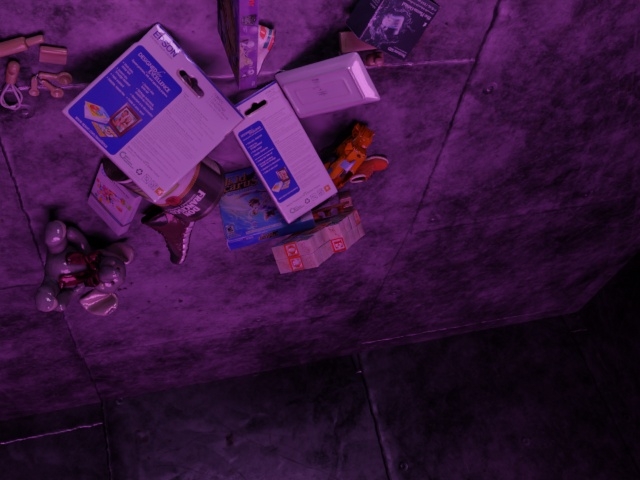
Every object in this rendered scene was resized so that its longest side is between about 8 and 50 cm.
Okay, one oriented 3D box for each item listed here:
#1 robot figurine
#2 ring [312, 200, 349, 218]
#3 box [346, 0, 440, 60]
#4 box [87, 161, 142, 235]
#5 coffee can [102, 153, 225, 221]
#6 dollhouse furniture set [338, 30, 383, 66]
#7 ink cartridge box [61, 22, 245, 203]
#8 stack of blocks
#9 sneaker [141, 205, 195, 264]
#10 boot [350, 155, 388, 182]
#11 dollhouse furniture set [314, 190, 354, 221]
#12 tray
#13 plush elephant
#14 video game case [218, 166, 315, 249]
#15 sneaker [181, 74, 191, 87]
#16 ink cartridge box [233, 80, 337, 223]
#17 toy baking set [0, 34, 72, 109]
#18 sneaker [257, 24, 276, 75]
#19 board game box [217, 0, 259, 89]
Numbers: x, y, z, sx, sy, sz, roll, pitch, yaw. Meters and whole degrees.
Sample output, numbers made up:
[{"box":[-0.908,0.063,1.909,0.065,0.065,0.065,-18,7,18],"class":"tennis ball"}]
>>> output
[{"box":[0.049,-0.222,2.003,0.085,0.211,0.291,36,129,-12],"class":"robot figurine"},{"box":[-0.063,-0.070,2.147,0.337,0.032,0.336,-16,-178,1],"class":"ring"},{"box":[0.175,-0.547,1.571,0.156,0.093,0.158,13,125,-35],"class":"box"},{"box":[-0.597,-0.122,1.877,0.038,0.145,0.186,-38,171,-47],"class":"box"},{"box":[-0.425,-0.194,1.782,0.202,0.201,0.275,-28,147,18],"class":"coffee can"},{"box":[0.086,-0.486,1.727,0.144,0.123,0.151,-11,114,-11],"class":"dollhouse furniture set"},{"box":[-0.397,-0.302,1.564,0.307,0.072,0.303,-45,110,-6],"class":"ink cartridge box"},{"box":[0.000,0.000,1.970,0.171,0.087,0.297,-14,-169,27],"class":"stack of blocks"},{"box":[-0.508,-0.034,2.114,0.163,0.106,0.281,4,134,-22],"class":"sneaker"},{"box":[0.155,-0.229,2.121,0.158,0.084,0.059,-10,147,-14],"class":"boot"},{"box":[0.049,-0.066,2.312,0.161,0.101,0.182,-17,149,0],"class":"dollhouse furniture set"},{"box":[0.010,-0.390,1.672,0.271,0.030,0.145,-4,131,38],"class":"tray"},{"box":[-0.736,0.100,2.060,0.256,0.271,0.330,8,172,-13],"class":"plush elephant"},{"box":[-0.176,-0.118,1.980,0.270,0.244,0.061,-15,150,-3],"class":"video game case"},{"box":[-0.360,-0.377,1.675,0.057,0.047,0.119,1,146,-6],"class":"sneaker"},{"box":[-0.113,-0.245,1.822,0.176,0.069,0.370,-33,115,-7],"class":"ink cartridge box"},{"box":[-0.704,-0.383,1.506,0.256,0.030,0.196,-14,149,-5],"class":"toy baking set"},{"box":[-0.172,-0.471,1.612,0.075,0.057,0.161,18,139,-20],"class":"sneaker"},{"box":[-0.178,-0.518,1.371,0.056,0.208,0.346,-9,149,-13],"class":"board game box"}]
